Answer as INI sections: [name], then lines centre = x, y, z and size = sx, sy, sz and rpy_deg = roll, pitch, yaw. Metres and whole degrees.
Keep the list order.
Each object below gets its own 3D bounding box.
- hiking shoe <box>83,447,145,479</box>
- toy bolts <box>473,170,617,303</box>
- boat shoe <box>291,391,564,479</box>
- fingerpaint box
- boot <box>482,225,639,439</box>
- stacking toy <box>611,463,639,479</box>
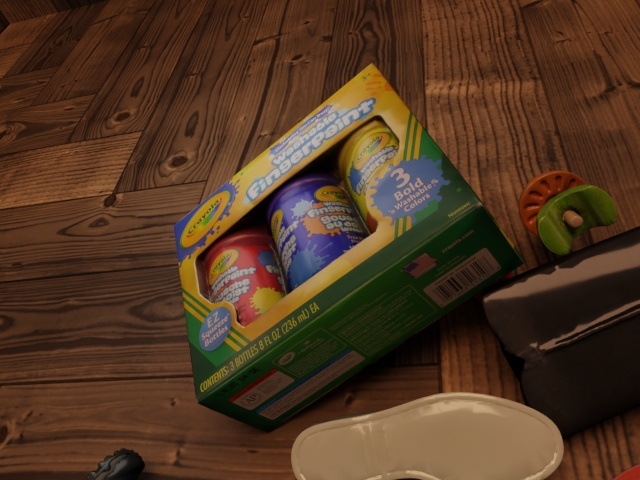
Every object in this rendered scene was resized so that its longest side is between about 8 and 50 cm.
[hiking shoe]
centre = -0.294, 0.424, 0.716
size = 0.132, 0.113, 0.304
rpy_deg = 24, 48, 0
[toy bolts]
centre = 0.322, 0.029, 0.836
size = 0.229, 0.218, 0.158
rpy_deg = -33, 14, 12
[boat shoe]
centre = 0.127, 0.254, 0.697
size = 0.320, 0.099, 0.116
rpy_deg = -11, 73, 14
[fingerpaint box]
centre = 0.000, 0.000, 0.846
size = 0.445, 0.163, 0.371
rpy_deg = -36, 43, 14
[boot]
centre = 0.461, 0.138, 0.644
size = 0.446, 0.146, 0.366
rpy_deg = -23, 69, 8
[stacking toy]
centre = 0.356, 0.375, 0.494
size = 0.280, 0.130, 0.309
rpy_deg = -21, 34, -6
